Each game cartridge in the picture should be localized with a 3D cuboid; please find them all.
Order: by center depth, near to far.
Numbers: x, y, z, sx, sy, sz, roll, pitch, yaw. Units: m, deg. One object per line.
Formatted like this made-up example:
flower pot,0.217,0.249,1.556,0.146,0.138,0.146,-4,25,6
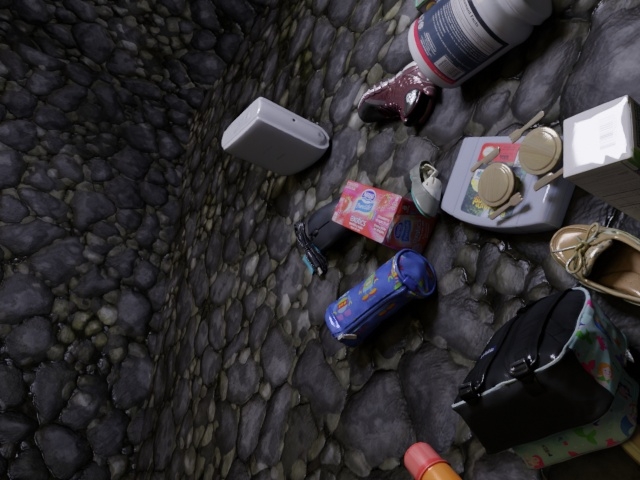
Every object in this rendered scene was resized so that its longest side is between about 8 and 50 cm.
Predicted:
game cartridge,0.374,-0.115,1.060,0.294,0.060,0.196,18,92,60

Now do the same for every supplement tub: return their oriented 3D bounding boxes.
supplement tub,0.351,-0.490,1.171,0.272,0.191,0.191,-29,50,49

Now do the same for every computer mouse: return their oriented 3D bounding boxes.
computer mouse,0.023,-0.031,1.506,0.272,0.072,0.188,-38,71,35

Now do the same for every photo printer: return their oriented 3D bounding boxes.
photo printer,-0.143,-0.335,1.765,0.256,0.308,0.107,-26,53,47

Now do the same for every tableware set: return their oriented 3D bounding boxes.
tableware set,0.378,-0.134,0.977,0.194,0.039,0.128,-43,51,47

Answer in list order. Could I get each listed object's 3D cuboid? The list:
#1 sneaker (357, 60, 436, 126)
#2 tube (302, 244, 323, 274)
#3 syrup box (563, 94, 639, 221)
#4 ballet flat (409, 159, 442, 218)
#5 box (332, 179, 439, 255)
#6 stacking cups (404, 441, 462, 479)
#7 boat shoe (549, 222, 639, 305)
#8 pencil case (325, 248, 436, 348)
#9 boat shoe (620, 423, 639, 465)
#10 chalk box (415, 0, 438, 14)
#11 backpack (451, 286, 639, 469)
sneaker,0.205,-0.363,1.426,0.281,0.106,0.162,-30,52,47
tube,0.000,0.000,1.604,0.207,0.052,0.080,-62,31,22
syrup box,0.454,-0.102,0.735,0.096,0.237,0.093,-18,58,55
ballet flat,0.249,-0.131,1.210,0.068,0.072,0.213,-47,19,27
box,0.156,-0.059,1.303,0.257,0.128,0.122,30,99,60
stacking cups,0.248,0.477,0.889,0.316,0.096,0.096,33,102,62
boat shoe,0.460,0.037,0.792,0.285,0.089,0.104,38,106,59
pencil case,0.131,0.145,1.228,0.306,0.119,0.133,-44,10,38
boat shoe,0.499,0.284,0.578,0.302,0.109,0.098,26,90,54
chalk box,0.321,-0.631,1.281,0.132,0.213,0.132,-22,55,52
backpack,0.341,0.193,0.773,0.225,0.191,0.253,-44,-1,40
